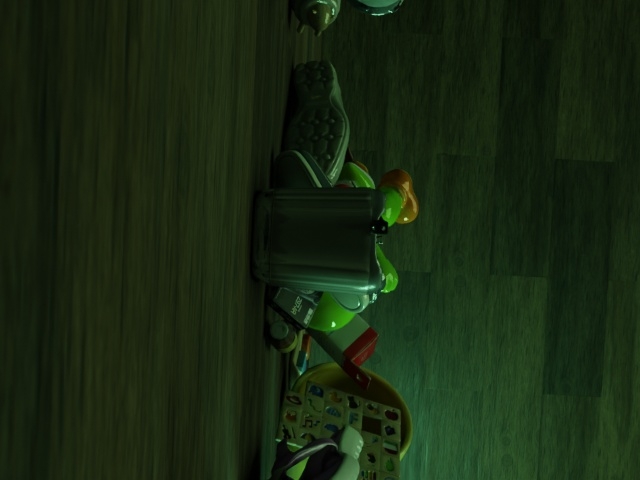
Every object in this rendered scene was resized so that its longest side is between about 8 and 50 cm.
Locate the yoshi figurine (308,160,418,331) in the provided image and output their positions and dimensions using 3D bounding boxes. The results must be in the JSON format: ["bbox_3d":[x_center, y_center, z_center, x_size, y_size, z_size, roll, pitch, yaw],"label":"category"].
[{"bbox_3d":[0.036,0.018,1.183,0.203,0.203,0.362,-41,-175,41],"label":"yoshi figurine"}]

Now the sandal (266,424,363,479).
[{"bbox_3d":[-0.031,0.325,0.956,0.169,0.102,0.416,-49,171,-2],"label":"sandal"}]

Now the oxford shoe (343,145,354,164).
[{"bbox_3d":[0.035,-0.102,1.425,0.130,0.123,0.348,67,14,-74],"label":"oxford shoe"}]

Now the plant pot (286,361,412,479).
[{"bbox_3d":[0.031,0.420,1.430,0.254,0.254,0.239,-86,-168,-54],"label":"plant pot"}]

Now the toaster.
[{"bbox_3d":[0.000,0.000,0.832,0.227,0.146,0.129,34,58,-89],"label":"toaster"}]

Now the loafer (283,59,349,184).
[{"bbox_3d":[-0.002,-0.184,1.188,0.111,0.112,0.319,79,10,-45],"label":"loafer"}]

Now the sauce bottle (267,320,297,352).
[{"bbox_3d":[-0.055,0.137,1.008,0.128,0.042,0.042,95,-2,-76],"label":"sauce bottle"}]

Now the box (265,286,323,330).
[{"bbox_3d":[-0.032,0.073,0.974,0.018,0.067,0.083,-24,-150,46],"label":"box"}]

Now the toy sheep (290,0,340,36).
[{"bbox_3d":[-0.009,-0.393,1.143,0.091,0.091,0.132,90,-11,-60],"label":"toy sheep"}]

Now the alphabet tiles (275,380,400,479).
[{"bbox_3d":[0.037,0.357,1.297,0.198,0.237,0.009,-80,-170,-54],"label":"alphabet tiles"}]

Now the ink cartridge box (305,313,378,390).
[{"bbox_3d":[0.038,0.182,1.393,0.078,0.231,0.134,-41,164,-15],"label":"ink cartridge box"}]

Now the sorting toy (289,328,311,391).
[{"bbox_3d":[-0.050,0.359,1.714,0.229,0.041,0.307,-85,177,-61],"label":"sorting toy"}]

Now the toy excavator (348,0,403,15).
[{"bbox_3d":[0.045,-0.554,0.775,0.433,0.445,0.222,-40,-154,27],"label":"toy excavator"}]

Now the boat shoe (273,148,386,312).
[{"bbox_3d":[0.020,-0.021,0.993,0.079,0.095,0.254,-37,103,-37],"label":"boat shoe"}]
